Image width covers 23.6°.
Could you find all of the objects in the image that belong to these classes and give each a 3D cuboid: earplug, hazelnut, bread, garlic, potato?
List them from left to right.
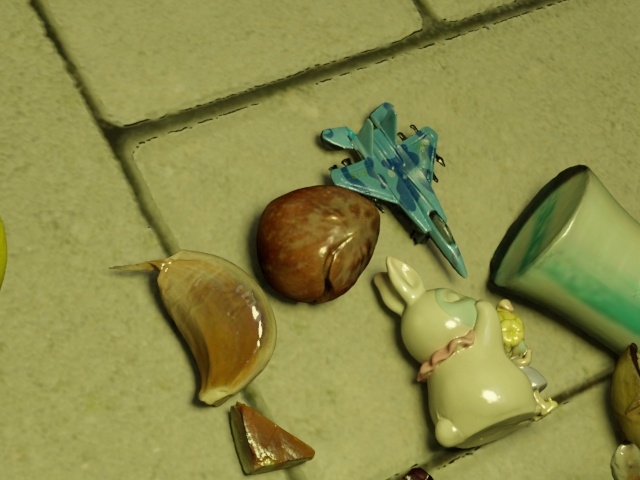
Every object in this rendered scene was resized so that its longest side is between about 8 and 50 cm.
[{"bbox_3d":[-0.130,0.078,1.722,0.129,0.090,0.198,-32,86,-19],"label":"garlic"},{"bbox_3d":[-0.065,0.231,1.697,0.109,0.043,0.062,35,56,-5],"label":"bread"},{"bbox_3d":[0.000,0.000,1.783,0.154,0.143,0.143,-34,82,-33],"label":"hazelnut"},{"bbox_3d":[0.391,0.072,1.907,0.324,0.185,0.185,36,57,-12],"label":"earplug"},{"bbox_3d":[0.428,0.256,1.845,0.261,0.100,0.120,42,31,-10],"label":"potato"}]

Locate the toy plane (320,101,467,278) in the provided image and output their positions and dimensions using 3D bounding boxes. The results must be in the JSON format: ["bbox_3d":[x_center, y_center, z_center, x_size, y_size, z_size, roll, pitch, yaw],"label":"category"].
[{"bbox_3d":[0.109,-0.055,1.891,0.169,0.078,0.246,-28,85,-31],"label":"toy plane"}]

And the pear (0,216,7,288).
[{"bbox_3d":[-0.415,0.010,1.574,0.198,0.198,0.198,9,63,-19],"label":"pear"}]

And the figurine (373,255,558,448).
[{"bbox_3d":[0.167,0.116,1.804,0.155,0.127,0.235,-19,71,-10],"label":"figurine"}]

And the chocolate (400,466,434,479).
[{"bbox_3d":[0.152,0.341,1.745,0.182,0.028,0.086,47,60,2],"label":"chocolate"}]

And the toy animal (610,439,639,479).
[{"bbox_3d":[0.431,0.329,1.729,0.284,0.225,0.302,5,95,-34],"label":"toy animal"}]
